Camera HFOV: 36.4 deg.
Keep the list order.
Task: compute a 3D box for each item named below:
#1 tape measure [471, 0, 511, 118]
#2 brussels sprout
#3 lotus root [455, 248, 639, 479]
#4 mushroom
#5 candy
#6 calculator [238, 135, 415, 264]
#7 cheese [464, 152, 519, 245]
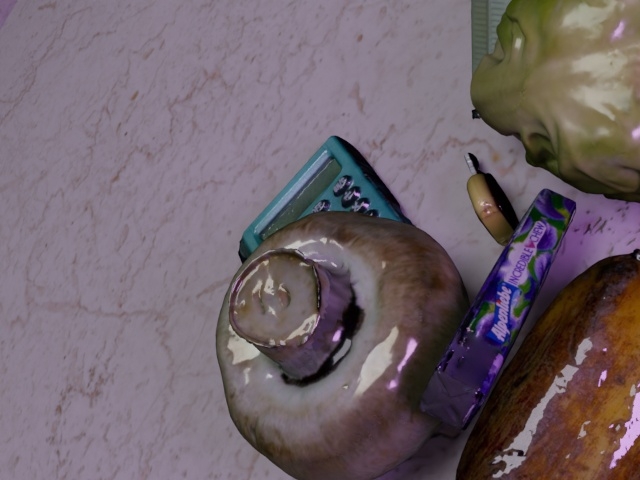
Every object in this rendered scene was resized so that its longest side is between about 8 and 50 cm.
[{"bbox_3d":[0.284,-0.281,1.232,0.115,0.207,0.235,27,126,55],"label":"tape measure"},{"bbox_3d":[0.322,-0.157,1.020,0.328,0.328,0.247,22,84,48],"label":"brussels sprout"},{"bbox_3d":[0.260,0.193,0.968,0.196,0.179,0.397,31,88,37],"label":"lotus root"},{"bbox_3d":[0.022,0.119,1.188,0.352,0.260,0.352,-17,56,28],"label":"mushroom"},{"bbox_3d":[0.203,0.069,1.075,0.061,0.088,0.312,29,52,11],"label":"candy"},{"bbox_3d":[0.000,0.000,1.432,0.248,0.058,0.274,-47,44,14],"label":"calculator"},{"bbox_3d":[0.211,-0.065,1.255,0.036,0.086,0.162,-33,33,18],"label":"cheese"}]
